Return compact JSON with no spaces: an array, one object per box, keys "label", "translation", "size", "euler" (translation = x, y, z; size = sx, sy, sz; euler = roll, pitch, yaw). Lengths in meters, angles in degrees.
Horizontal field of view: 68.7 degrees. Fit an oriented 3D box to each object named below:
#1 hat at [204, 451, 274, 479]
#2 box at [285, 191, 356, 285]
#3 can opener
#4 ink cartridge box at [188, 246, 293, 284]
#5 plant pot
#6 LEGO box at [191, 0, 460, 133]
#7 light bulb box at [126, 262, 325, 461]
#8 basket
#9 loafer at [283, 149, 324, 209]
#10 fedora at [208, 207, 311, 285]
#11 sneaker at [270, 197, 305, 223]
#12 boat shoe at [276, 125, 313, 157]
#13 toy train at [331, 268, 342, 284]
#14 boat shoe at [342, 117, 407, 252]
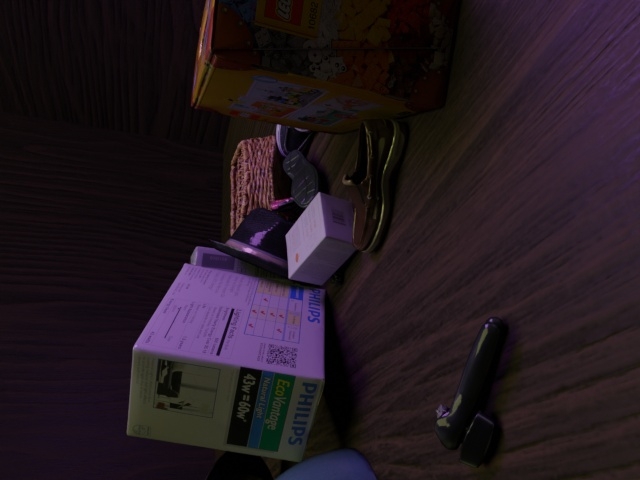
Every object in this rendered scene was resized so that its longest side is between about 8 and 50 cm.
[{"label":"hat","translation":[-0.166,0.710,1.231],"size":[0.133,0.331,0.332],"euler":[-18,62,29]},{"label":"box","translation":[0.000,0.000,1.063],"size":[0.170,0.090,0.130],"euler":[-49,37,42]},{"label":"can opener","translation":[0.189,0.181,0.577],"size":[0.059,0.073,0.186],"euler":[-11,-65,-69]},{"label":"ink cartridge box","translation":[-0.285,0.109,1.580],"size":[0.385,0.307,0.091],"euler":[150,126,-68]},{"label":"plant pot","translation":[-0.024,0.541,0.856],"size":[0.290,0.195,0.291],"euler":[-174,90,-72]},{"label":"LEGO box","translation":[-0.040,-0.350,0.902],"size":[0.500,0.372,0.193],"euler":[-159,76,-70]},{"label":"light bulb box","translation":[-0.184,0.252,1.047],"size":[0.358,0.360,0.225],"euler":[-88,10,-67]},{"label":"basket","translation":[-0.223,-0.170,1.501],"size":[0.213,0.222,0.300],"euler":[50,-143,-71]},{"label":"loafer","translation":[-0.032,-0.164,1.313],"size":[0.096,0.084,0.268],"euler":[-41,39,16]},{"label":"fedora","translation":[-0.136,0.004,1.257],"size":[0.153,0.333,0.334],"euler":[-68,18,-6]},{"label":"sneaker","translation":[-0.080,-0.082,1.326],"size":[0.170,0.063,0.075],"euler":[-12,-84,-64]},{"label":"boat shoe","translation":[-0.050,-0.362,1.366],"size":[0.102,0.108,0.301],"euler":[-106,35,-51]},{"label":"toy train","translation":[0.024,0.050,1.127],"size":[0.158,0.027,0.036],"euler":[-114,39,-56]},{"label":"boat shoe","translation":[0.083,-0.104,0.891],"size":[0.095,0.095,0.258],"euler":[-136,54,-67]}]
